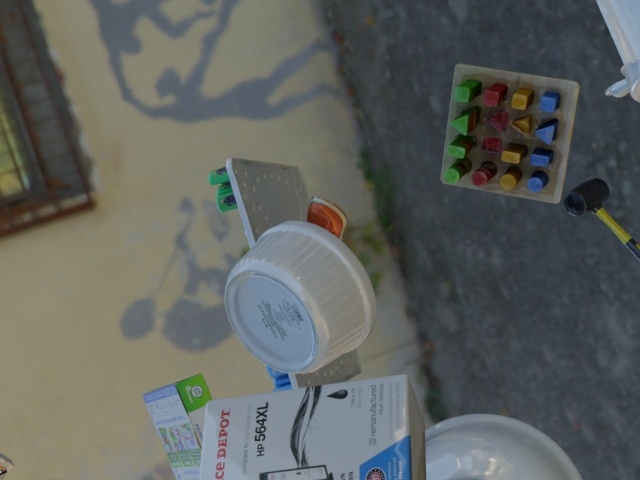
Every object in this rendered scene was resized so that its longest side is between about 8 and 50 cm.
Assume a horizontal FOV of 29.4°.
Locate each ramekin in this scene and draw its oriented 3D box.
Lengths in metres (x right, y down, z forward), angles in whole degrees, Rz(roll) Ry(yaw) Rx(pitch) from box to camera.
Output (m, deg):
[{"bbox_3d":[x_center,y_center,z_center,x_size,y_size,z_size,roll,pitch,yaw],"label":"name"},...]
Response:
[{"bbox_3d":[-0.037,0.086,1.685,0.207,0.109,0.207,22,129,30],"label":"ramekin"}]

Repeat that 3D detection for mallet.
[{"bbox_3d":[0.408,-0.008,1.618,0.190,0.062,0.039,44,139,11],"label":"mallet"}]

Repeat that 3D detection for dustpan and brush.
[{"bbox_3d":[0.438,-0.210,1.603,0.211,0.147,0.060,141,128,-64],"label":"dustpan and brush"}]

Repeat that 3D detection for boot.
[{"bbox_3d":[0.000,0.000,1.860,0.059,0.084,0.158,19,149,17],"label":"boot"}]

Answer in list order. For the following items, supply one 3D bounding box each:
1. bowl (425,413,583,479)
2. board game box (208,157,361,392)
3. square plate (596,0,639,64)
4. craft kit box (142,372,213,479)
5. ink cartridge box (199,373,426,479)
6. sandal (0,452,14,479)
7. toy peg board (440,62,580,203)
[{"bbox_3d":[0.209,0.385,1.637,0.297,0.298,0.134,68,-166,9],"label":"bowl"},{"bbox_3d":[-0.051,0.062,2.029,0.390,0.050,0.389,-5,-103,-74],"label":"board game box"},{"bbox_3d":[0.622,-0.356,1.943,0.344,0.049,0.347,-36,67,47],"label":"square plate"},{"bbox_3d":[-0.206,0.354,2.046,0.250,0.061,0.246,-27,82,67],"label":"craft kit box"},{"bbox_3d":[-0.007,0.218,1.140,0.086,0.203,0.148,68,-163,-46],"label":"ink cartridge box"},{"bbox_3d":[-0.530,0.353,1.848,0.102,0.076,0.265,33,155,-5],"label":"sandal"},{"bbox_3d":[0.233,-0.130,1.552,0.079,0.161,0.161,-39,-42,-63],"label":"toy peg board"}]
